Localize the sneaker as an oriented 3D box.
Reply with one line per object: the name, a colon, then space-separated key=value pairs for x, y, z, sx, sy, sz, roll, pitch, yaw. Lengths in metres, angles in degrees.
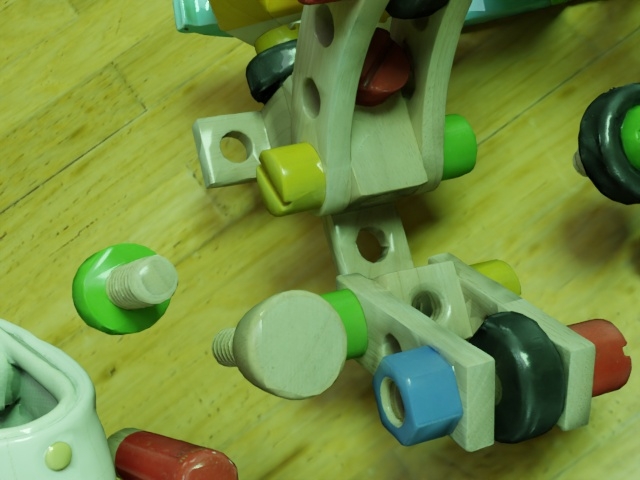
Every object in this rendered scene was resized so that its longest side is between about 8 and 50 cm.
sneaker: x=-0.175 y=0.107 z=0.452 sx=0.292 sy=0.169 sz=0.108 roll=1 pitch=19 yaw=44

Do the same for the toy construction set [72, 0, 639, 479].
toy construction set: x=0.000 y=0.000 z=0.494 sx=0.309 sy=0.257 sz=0.237 roll=-40 pitch=11 yaw=-25

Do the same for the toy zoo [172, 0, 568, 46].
toy zoo: x=0.052 y=-0.159 z=0.560 sx=0.293 sy=0.192 sz=0.030 roll=-11 pitch=83 yaw=12
